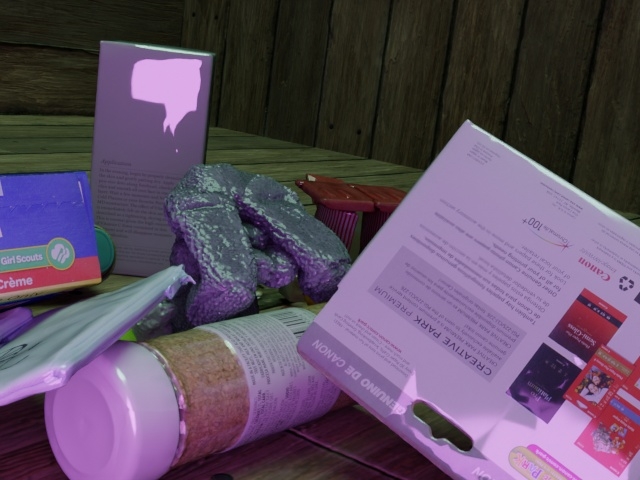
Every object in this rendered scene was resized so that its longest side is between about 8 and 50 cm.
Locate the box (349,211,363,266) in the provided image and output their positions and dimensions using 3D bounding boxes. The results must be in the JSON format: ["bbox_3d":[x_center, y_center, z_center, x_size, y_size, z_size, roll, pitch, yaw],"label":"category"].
[{"bbox_3d":[0.151,0.018,1.502,0.121,0.148,0.311,-4,15,-40],"label":"box"}]

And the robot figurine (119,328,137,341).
[{"bbox_3d":[-0.244,0.113,0.988,0.115,0.067,0.101,13,14,24],"label":"robot figurine"}]

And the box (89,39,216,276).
[{"bbox_3d":[-0.266,-0.134,1.472,0.168,0.345,0.215,6,11,-6],"label":"box"}]

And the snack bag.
[{"bbox_3d":[-0.298,0.101,0.754,0.342,0.037,0.323,-17,7,10],"label":"snack bag"}]

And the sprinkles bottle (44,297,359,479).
[{"bbox_3d":[-0.077,0.132,0.870,0.121,0.121,0.355,16,14,37],"label":"sprinkles bottle"}]

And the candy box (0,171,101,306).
[{"bbox_3d":[-0.411,0.029,0.889,0.317,0.122,0.268,-17,-7,41],"label":"candy box"}]

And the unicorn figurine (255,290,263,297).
[{"bbox_3d":[-0.139,0.053,1.391,0.111,0.060,0.162,7,-4,-2],"label":"unicorn figurine"}]

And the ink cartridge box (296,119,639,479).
[{"bbox_3d":[0.180,0.092,0.848,0.309,0.272,0.130,37,-6,21],"label":"ink cartridge box"}]

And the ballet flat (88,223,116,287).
[{"bbox_3d":[-0.438,0.031,1.195,0.348,0.123,0.123,-3,16,-39],"label":"ballet flat"}]

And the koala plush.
[{"bbox_3d":[-0.112,0.048,1.061,0.196,0.221,0.203,-12,52,-38],"label":"koala plush"}]

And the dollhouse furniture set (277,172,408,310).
[{"bbox_3d":[0.000,0.000,1.351,0.152,0.201,0.374,3,13,-20],"label":"dollhouse furniture set"}]
